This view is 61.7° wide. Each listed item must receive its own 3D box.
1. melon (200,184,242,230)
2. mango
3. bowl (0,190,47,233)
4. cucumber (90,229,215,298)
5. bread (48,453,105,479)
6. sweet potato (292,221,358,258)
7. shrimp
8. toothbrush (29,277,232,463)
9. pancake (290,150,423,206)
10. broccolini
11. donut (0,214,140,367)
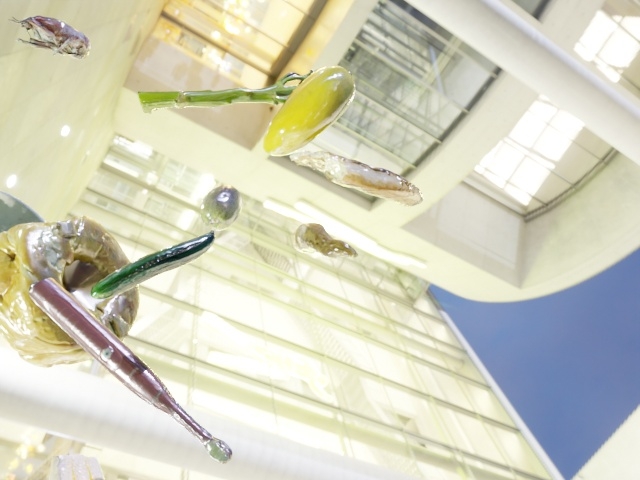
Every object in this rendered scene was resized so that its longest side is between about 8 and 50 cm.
[{"bbox_3d":[-0.253,-0.088,1.375,0.099,0.099,0.162,-52,-167,30],"label":"melon"},{"bbox_3d":[-0.012,-0.210,0.871,0.122,0.085,0.191,-7,-138,52],"label":"mango"},{"bbox_3d":[-0.804,0.024,1.360,0.146,0.289,0.289,-36,-155,4],"label":"bowl"},{"bbox_3d":[-0.210,0.029,0.699,0.184,0.033,0.036,-26,180,-35],"label":"cucumber"},{"bbox_3d":[-0.336,0.367,0.762,0.105,0.077,0.152,-39,-132,30],"label":"bread"},{"bbox_3d":[-0.005,-0.002,0.600,0.153,0.041,0.038,14,-94,68],"label":"sweet potato"},{"bbox_3d":[-0.563,-0.428,1.120,0.073,0.074,0.190,-68,164,10],"label":"shrimp"},{"bbox_3d":[-0.257,0.172,0.717,0.041,0.364,0.041,-49,168,-14],"label":"toothbrush"},{"bbox_3d":[0.055,-0.118,1.017,0.244,0.266,0.057,16,-90,30],"label":"pancake"},{"bbox_3d":[-0.136,-0.268,0.992,0.074,0.392,0.079,117,-41,-55],"label":"broccolini"},{"bbox_3d":[-0.578,0.107,1.212,0.170,0.360,0.360,-18,-138,21],"label":"donut"}]
